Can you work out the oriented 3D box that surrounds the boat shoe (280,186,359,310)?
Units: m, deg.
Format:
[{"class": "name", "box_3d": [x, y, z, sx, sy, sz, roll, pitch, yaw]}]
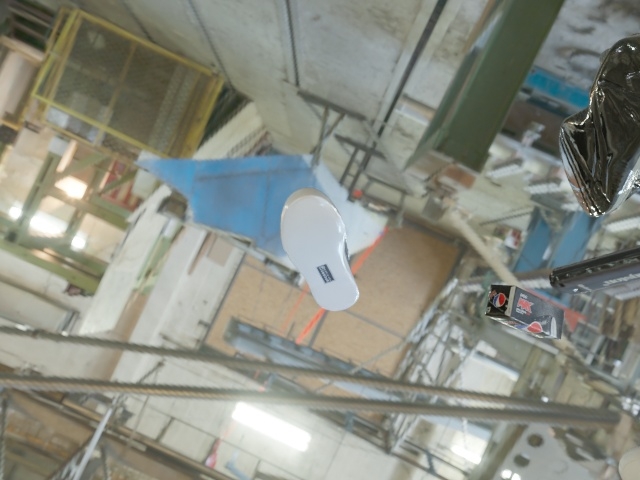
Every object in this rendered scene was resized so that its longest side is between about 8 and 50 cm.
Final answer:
[{"class": "boat shoe", "box_3d": [0.000, 0.000, 1.303, 0.301, 0.108, 0.102, 65, -171, -48]}]

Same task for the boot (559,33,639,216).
[{"class": "boot", "box_3d": [0.289, -0.100, 0.569, 0.236, 0.179, 0.085, 71, 179, -72]}]

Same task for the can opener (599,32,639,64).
[{"class": "can opener", "box_3d": [0.424, -0.167, 0.927, 0.093, 0.074, 0.280, 45, -154, -39]}]

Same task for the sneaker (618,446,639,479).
[{"class": "sneaker", "box_3d": [0.550, 0.441, 1.117, 0.169, 0.108, 0.292, -3, -138, -49]}]

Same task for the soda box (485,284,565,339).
[{"class": "soda box", "box_3d": [0.363, 0.127, 1.323, 0.169, 0.060, 0.053, 23, 164, -39]}]

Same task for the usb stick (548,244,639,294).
[{"class": "usb stick", "box_3d": [0.464, 0.032, 1.091, 0.077, 0.045, 0.278, 10, 160, -36]}]
